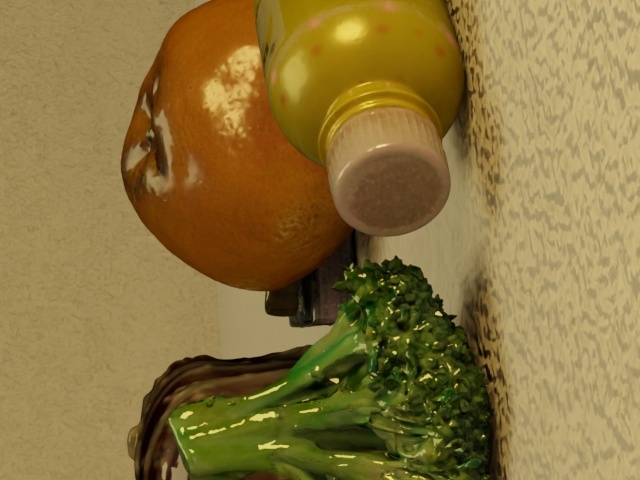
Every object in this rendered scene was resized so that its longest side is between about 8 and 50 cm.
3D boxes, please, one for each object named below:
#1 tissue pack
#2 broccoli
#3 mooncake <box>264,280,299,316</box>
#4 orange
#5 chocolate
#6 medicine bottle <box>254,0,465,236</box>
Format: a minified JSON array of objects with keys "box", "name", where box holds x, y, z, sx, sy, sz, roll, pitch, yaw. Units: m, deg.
[{"box":[0.000,0.000,1.703,0.112,0.051,0.156,155,113,-78],"name":"tissue pack"},{"box":[0.002,0.107,1.133,0.219,0.194,0.194,172,95,-78],"name":"broccoli"},{"box":[-0.001,0.108,1.523,0.150,0.057,0.347,87,167,-47],"name":"mooncake"},{"box":[-0.063,-0.089,1.563,0.249,0.183,0.249,0,90,59],"name":"orange"},{"box":[-0.068,0.207,1.692,0.340,0.210,0.225,-134,44,-80],"name":"chocolate"},{"box":[0.027,-0.093,1.132,0.212,0.121,0.122,-100,10,-50],"name":"medicine bottle"}]
